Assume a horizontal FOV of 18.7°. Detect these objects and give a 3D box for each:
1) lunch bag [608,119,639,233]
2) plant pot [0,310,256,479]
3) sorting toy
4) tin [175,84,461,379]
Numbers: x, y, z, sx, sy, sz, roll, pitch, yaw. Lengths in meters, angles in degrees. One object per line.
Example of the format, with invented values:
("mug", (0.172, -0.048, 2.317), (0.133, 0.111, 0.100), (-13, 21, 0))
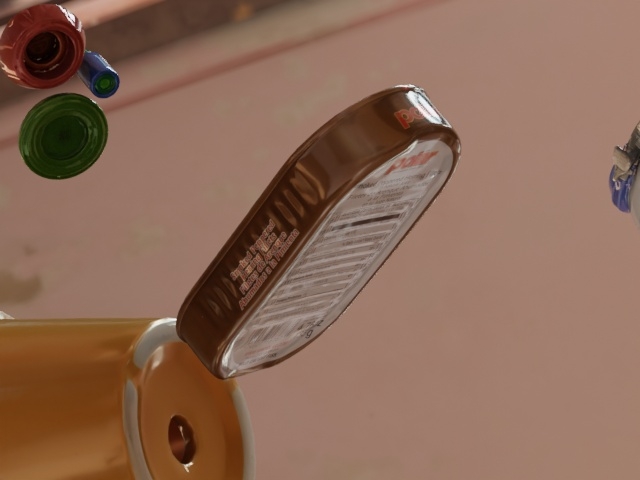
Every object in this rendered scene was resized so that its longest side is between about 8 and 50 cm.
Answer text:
("lunch bag", (0.299, -0.065, 1.000), (0.243, 0.303, 0.115), (111, -39, -60))
("plant pot", (-0.147, 0.124, 1.067), (0.205, 0.188, 0.205), (36, 47, -50))
("sorting toy", (-0.145, -0.087, 1.057), (0.042, 0.061, 0.102), (47, -32, 51))
("tin", (0.000, 0.000, 0.982), (0.040, 0.190, 0.106), (48, 33, 17))
